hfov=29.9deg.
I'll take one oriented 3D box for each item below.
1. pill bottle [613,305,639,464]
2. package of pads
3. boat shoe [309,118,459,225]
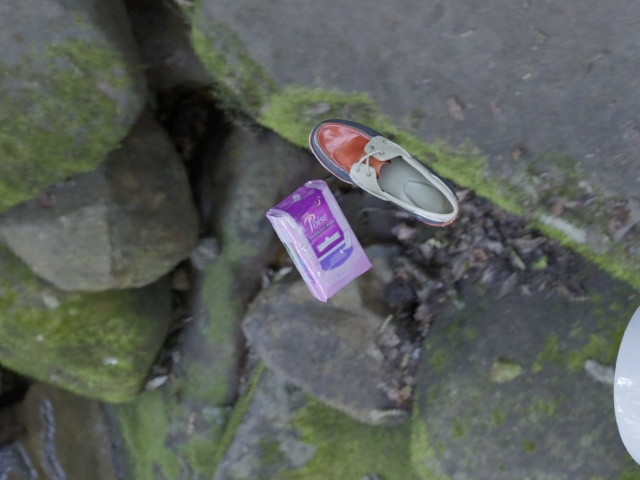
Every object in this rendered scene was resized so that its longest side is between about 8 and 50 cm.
[{"bbox_3d":[0.340,0.107,0.754,0.283,0.161,0.161,5,105,47],"label":"pill bottle"},{"bbox_3d":[0.000,0.000,0.924,0.032,0.050,0.083,13,136,61],"label":"package of pads"},{"bbox_3d":[0.052,-0.056,0.963,0.137,0.043,0.049,33,91,1],"label":"boat shoe"}]
